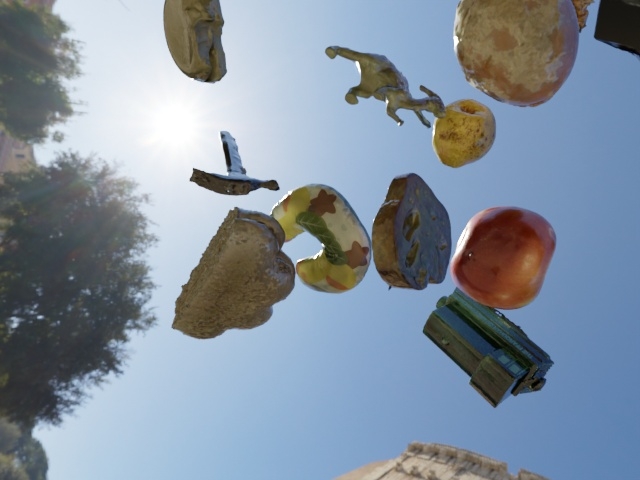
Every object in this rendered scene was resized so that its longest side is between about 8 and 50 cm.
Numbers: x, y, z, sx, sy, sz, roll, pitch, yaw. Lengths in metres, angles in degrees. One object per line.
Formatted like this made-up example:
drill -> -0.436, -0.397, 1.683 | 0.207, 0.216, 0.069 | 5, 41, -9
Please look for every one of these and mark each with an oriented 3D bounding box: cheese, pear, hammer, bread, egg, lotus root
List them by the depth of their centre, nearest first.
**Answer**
hammer -> -0.144, -0.135, 0.726 | 0.297, 0.125, 0.027 | -116, -148, -60
egg -> 0.328, -0.338, 0.755 | 0.195, 0.195, 0.233 | -36, -89, 40
bread -> -0.157, 0.088, 0.866 | 0.337, 0.183, 0.102 | -51, -155, 34
cheese -> -0.266, -0.439, 0.966 | 0.175, 0.091, 0.203 | -5, -78, 51
pear -> 0.369, -0.275, 1.171 | 0.177, 0.178, 0.178 | 5, -82, 44
lotus root -> 0.296, -0.025, 1.418 | 0.111, 0.390, 0.375 | -7, -78, 42

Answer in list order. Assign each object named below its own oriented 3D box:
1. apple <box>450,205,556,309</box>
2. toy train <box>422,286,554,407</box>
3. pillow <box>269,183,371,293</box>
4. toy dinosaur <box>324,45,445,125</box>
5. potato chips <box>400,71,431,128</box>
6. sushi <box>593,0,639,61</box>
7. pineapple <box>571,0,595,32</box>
apple -> 0.279, 0.024, 0.697 | 0.139, 0.163, 0.164 | 19, -72, 23
toy train -> 0.406, 0.264, 1.137 | 0.330, 0.178, 0.139 | 42, -49, 35
pillow -> 0.000, 0.000, 0.906 | 0.214, 0.086, 0.233 | -30, -87, 41
toy dinosaur -> 0.128, -0.332, 0.946 | 0.294, 0.162, 0.077 | 44, -42, 5
potato chips -> 0.291, -0.438, 1.396 | 0.028, 0.092, 0.208 | -27, -72, 23
sushi -> 0.443, -0.269, 0.457 | 0.215, 0.212, 0.227 | 26, -110, 36
pineapple -> 0.462, -0.492, 0.956 | 0.224, 0.076, 0.225 | 3, -84, 27
